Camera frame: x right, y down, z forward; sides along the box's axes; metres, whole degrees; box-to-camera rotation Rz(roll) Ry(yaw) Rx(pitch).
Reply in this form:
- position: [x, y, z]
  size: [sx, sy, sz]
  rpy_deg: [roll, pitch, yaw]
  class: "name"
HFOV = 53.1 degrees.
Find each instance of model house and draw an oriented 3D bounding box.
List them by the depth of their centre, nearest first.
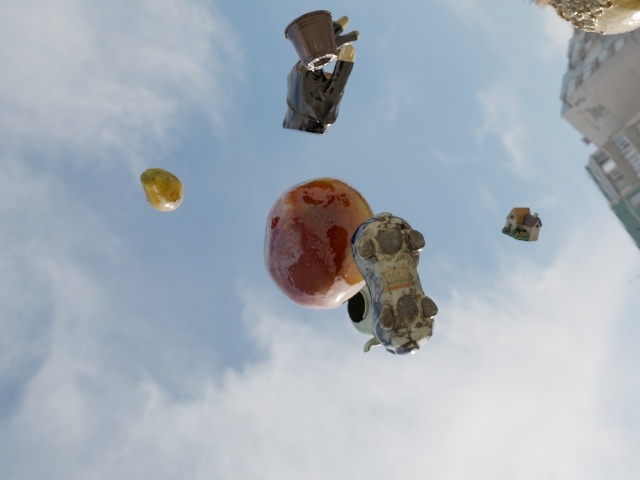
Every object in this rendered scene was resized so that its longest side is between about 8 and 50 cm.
- position: [0.673, -0.056, 2.124]
  size: [0.087, 0.100, 0.100]
  rpy_deg: [1, -161, -34]
  class: "model house"

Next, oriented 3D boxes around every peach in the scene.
- position: [0.000, 0.000, 1.523]
  size: [0.307, 0.332, 0.308]
  rpy_deg: [-4, -122, 6]
  class: "peach"

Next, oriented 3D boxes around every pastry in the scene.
- position: [0.579, -0.563, 1.346]
  size: [0.285, 0.184, 0.316]
  rpy_deg: [62, -177, -24]
  class: "pastry"

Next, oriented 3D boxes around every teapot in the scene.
- position: [0.158, 0.203, 1.988]
  size: [0.129, 0.193, 0.295]
  rpy_deg: [4, -117, -32]
  class: "teapot"

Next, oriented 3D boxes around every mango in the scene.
- position: [-0.405, -0.131, 1.647]
  size: [0.066, 0.101, 0.187]
  rpy_deg: [37, 168, 24]
  class: "mango"

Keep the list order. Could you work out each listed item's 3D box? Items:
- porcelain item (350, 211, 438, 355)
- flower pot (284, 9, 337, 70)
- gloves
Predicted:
- position: [0.147, 0.091, 1.297]
  size: [0.137, 0.186, 0.288]
  rpy_deg: [-13, -104, -5]
  class: "porcelain item"
- position: [-0.011, -0.411, 1.334]
  size: [0.111, 0.111, 0.089]
  rpy_deg: [-15, -98, -48]
  class: "flower pot"
- position: [0.007, -0.396, 1.551]
  size: [0.152, 0.301, 0.197]
  rpy_deg: [31, 176, -31]
  class: "gloves"
